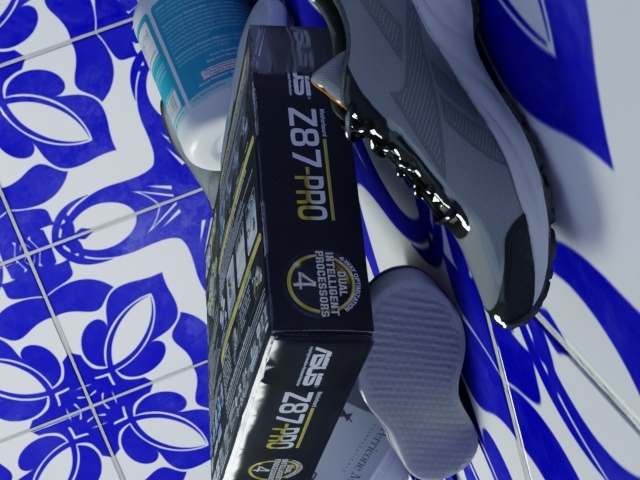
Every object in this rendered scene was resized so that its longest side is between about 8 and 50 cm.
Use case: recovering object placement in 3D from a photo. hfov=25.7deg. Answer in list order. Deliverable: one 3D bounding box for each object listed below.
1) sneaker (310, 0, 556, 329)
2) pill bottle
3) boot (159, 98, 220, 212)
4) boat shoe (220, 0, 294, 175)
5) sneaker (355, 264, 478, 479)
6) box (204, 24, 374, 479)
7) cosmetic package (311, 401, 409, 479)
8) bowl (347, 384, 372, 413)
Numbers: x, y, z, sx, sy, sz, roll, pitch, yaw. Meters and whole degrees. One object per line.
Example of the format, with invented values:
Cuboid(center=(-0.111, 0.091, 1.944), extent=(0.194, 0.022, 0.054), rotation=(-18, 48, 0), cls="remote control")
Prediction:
Cuboid(center=(0.061, -0.071, 0.846), extent=(0.100, 0.108, 0.272), rotation=(142, 105, -81), cls="sneaker")
Cuboid(center=(-0.136, -0.227, 1.688), extent=(0.146, 0.146, 0.264), rotation=(85, 162, -66), cls="pill bottle")
Cuboid(center=(-0.133, -0.098, 2.256), extent=(0.338, 0.118, 0.222), rotation=(60, 173, -18), cls="boot")
Cuboid(center=(-0.052, -0.151, 1.530), extent=(0.258, 0.084, 0.095), rotation=(107, 159, -44), cls="boat shoe")
Cuboid(center=(0.065, 0.089, 1.299), extent=(0.282, 0.102, 0.161), rotation=(77, 172, -48), cls="sneaker")
Cuboid(center=(-0.045, 0.045, 1.318), extent=(0.395, 0.097, 0.318), rotation=(107, 159, -55), cls="box")
Cuboid(center=(0.001, 0.303, 1.858), extent=(0.183, 0.151, 0.151), rotation=(23, 151, 23), cls="cosmetic package")
Cuboid(center=(0.033, 0.172, 1.931), extent=(0.142, 0.053, 0.142), rotation=(-123, 14, -55), cls="bowl")
